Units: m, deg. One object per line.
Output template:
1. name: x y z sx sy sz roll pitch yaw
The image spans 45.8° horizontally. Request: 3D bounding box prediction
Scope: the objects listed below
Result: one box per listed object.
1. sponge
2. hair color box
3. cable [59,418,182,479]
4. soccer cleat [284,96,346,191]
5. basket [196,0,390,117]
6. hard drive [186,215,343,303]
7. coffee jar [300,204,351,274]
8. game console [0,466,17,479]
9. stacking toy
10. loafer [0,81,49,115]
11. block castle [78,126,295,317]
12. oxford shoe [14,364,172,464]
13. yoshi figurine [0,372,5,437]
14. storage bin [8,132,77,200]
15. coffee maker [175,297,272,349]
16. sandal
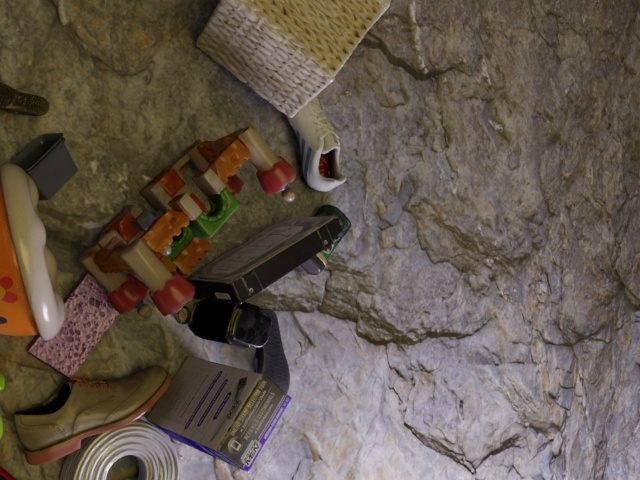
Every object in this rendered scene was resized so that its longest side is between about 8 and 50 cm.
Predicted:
1. sponge: -0.537 0.189 1.672 0.117 0.031 0.210 44 65 -27
2. hair color box: -0.235 0.379 1.700 0.110 0.339 0.185 44 65 -27
3. cable: -0.445 0.529 1.700 0.257 0.089 0.257 -50 117 -25
4. soccer cleat: -0.008 -0.292 1.991 0.116 0.143 0.331 -23 103 -34
5. basket: -0.079 -0.520 1.796 0.331 0.328 0.266 38 70 -12
6. hard drive: -0.135 0.040 1.840 0.339 0.237 0.064 -32 108 -31
7. coffee jar: 0.000 0.000 2.034 0.096 0.079 0.184 47 63 -30
8. game console: -0.726 0.665 1.524 0.386 0.060 0.342 -50 120 -25
9. stacking toy: -0.746 0.067 1.405 0.480 0.351 0.350 -14 98 -17
10. loafer: -0.647 -0.291 1.588 0.148 0.050 0.056 19 75 -19
11. block castle: -0.283 -0.030 1.683 0.213 0.303 0.453 52 57 -24
12. oxford shoe: -0.487 0.346 1.646 0.348 0.123 0.130 -28 109 -33
13. yoshi figurine: -0.761 0.371 1.424 0.362 0.204 0.202 -21 118 -37
14. storage bin: -0.588 -0.151 1.603 0.135 0.098 0.091 -59 139 -39
15. coffee maker: -0.230 0.200 1.804 0.171 0.178 0.120 -5 92 -36
16. sandal: -0.136 0.305 1.958 0.097 0.054 0.254 3 78 -43
